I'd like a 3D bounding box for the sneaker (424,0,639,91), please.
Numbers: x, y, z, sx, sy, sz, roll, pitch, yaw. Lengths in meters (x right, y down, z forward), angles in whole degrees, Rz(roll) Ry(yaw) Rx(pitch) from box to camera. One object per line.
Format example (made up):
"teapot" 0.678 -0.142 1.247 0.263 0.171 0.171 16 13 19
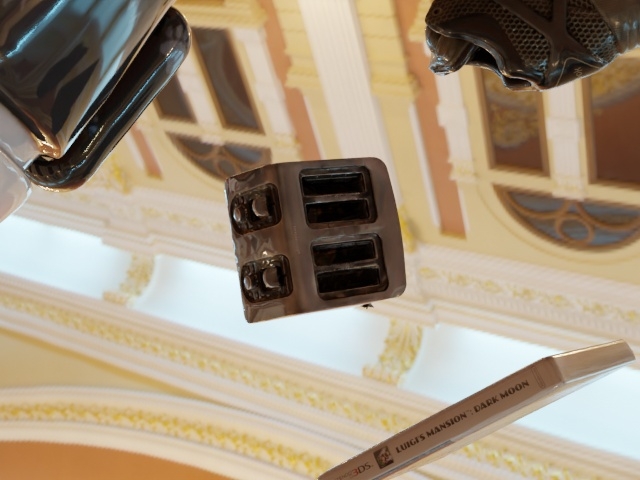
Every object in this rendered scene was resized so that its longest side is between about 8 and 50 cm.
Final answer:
"sneaker" 0.098 -0.191 0.591 0.130 0.087 0.228 -30 -97 9

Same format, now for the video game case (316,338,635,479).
"video game case" 0.111 0.117 0.626 0.173 0.190 0.022 -34 -108 25

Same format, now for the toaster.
"toaster" 0.000 0.000 1.035 0.185 0.168 0.110 -6 176 -33

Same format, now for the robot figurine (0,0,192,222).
"robot figurine" -0.142 -0.127 0.365 0.278 0.209 0.173 -58 -166 -13
